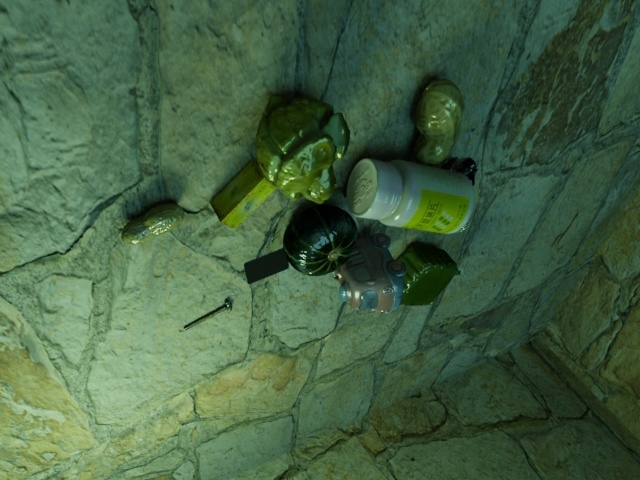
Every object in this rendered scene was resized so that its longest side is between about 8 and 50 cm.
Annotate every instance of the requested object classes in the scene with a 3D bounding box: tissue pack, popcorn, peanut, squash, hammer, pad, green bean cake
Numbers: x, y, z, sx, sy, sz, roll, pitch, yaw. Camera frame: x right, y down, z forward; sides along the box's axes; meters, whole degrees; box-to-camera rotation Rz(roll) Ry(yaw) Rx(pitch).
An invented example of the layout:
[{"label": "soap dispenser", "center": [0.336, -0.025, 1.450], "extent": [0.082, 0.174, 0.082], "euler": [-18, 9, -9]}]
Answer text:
[{"label": "tissue pack", "center": [-0.216, -0.126, 1.335], "extent": [0.176, 0.095, 0.062], "euler": [-43, 142, 9]}, {"label": "popcorn", "center": [-0.042, -0.234, 1.253], "extent": [0.276, 0.225, 0.276], "euler": [-32, 148, -22]}, {"label": "peanut", "center": [0.361, -0.355, 1.501], "extent": [0.147, 0.147, 0.305], "euler": [-27, 145, -10]}, {"label": "squash", "center": [0.000, 0.000, 1.566], "extent": [0.252, 0.165, 0.252], "euler": [-23, 140, -21]}, {"label": "hammer", "center": [-0.388, 0.265, 1.672], "extent": [0.182, 0.017, 0.062], "euler": [-28, 141, -7]}, {"label": "pad", "center": [-0.183, 0.088, 1.650], "extent": [0.157, 0.003, 0.112], "euler": [-21, 139, -17]}, {"label": "peanut", "center": [-0.442, -0.044, 1.269], "extent": [0.175, 0.080, 0.080], "euler": [-29, 141, -9]}, {"label": "green bean cake", "center": [0.416, 0.145, 2.019], "extent": [0.247, 0.156, 0.249], "euler": [6, 126, -38]}]

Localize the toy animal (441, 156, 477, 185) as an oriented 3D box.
[{"label": "toy animal", "center": [0.443, -0.182, 1.759], "extent": [0.324, 0.090, 0.195], "euler": [-43, 141, 6]}]

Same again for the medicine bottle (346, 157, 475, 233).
[{"label": "medicine bottle", "center": [0.291, -0.143, 1.546], "extent": [0.379, 0.213, 0.213], "euler": [6, 126, -26]}]

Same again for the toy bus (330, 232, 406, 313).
[{"label": "toy bus", "center": [0.158, 0.125, 1.717], "extent": [0.232, 0.294, 0.197], "euler": [-11, 139, -13]}]

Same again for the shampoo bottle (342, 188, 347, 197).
[{"label": "shampoo bottle", "center": [0.144, -0.145, 1.620], "extent": [0.165, 0.040, 0.080], "euler": [9, 119, -42]}]
